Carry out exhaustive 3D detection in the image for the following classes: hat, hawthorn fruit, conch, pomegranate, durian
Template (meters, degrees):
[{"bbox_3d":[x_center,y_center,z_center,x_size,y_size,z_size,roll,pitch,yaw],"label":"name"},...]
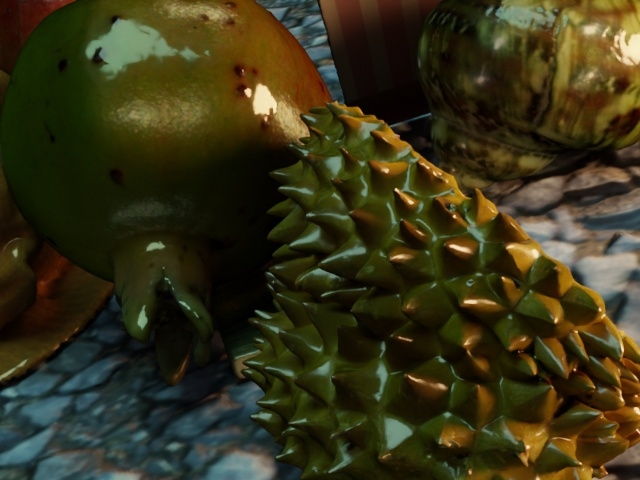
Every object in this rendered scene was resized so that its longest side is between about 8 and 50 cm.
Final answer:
[{"bbox_3d":[-0.268,-0.047,1.014,0.244,0.233,0.233,-17,26,0],"label":"hat"},{"bbox_3d":[-0.216,-0.170,1.285,0.125,0.140,0.125,-24,51,33],"label":"hawthorn fruit"},{"bbox_3d":[0.151,-0.105,0.997,0.181,0.124,0.187,-23,-16,26],"label":"conch"},{"bbox_3d":[-0.087,-0.047,0.907,0.198,0.198,0.246,-15,31,7],"label":"pomegranate"},{"bbox_3d":[0.036,0.043,0.780,0.260,0.154,0.186,18,74,53],"label":"durian"}]

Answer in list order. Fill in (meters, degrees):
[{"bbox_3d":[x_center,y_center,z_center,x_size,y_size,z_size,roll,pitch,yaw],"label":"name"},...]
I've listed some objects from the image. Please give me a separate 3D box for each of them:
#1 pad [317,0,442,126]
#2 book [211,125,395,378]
[{"bbox_3d":[0.153,-0.157,1.042,0.300,0.202,0.005,-17,66,1],"label":"pad"},{"bbox_3d":[0.000,0.000,0.990,0.160,0.024,0.228,-22,28,-3],"label":"book"}]
